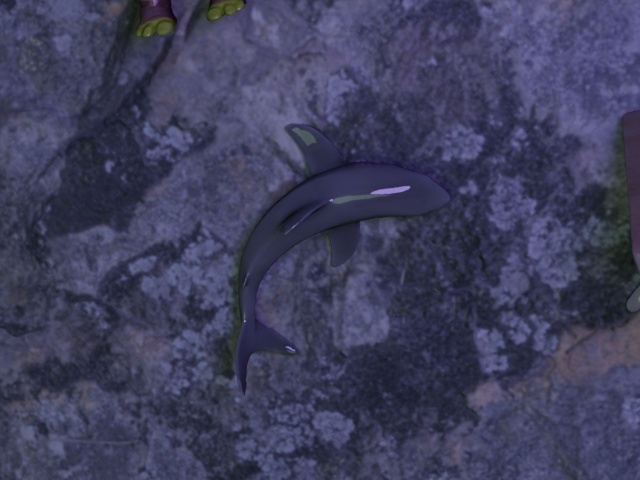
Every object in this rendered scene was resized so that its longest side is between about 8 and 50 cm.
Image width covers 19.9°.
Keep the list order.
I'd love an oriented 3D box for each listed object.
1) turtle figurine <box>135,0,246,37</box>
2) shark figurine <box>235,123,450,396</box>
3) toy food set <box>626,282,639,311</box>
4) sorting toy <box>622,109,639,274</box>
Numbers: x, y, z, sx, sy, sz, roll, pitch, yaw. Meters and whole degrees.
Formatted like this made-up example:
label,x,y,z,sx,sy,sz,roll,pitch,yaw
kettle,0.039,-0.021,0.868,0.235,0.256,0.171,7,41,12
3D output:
label,x,y,z,sx,sy,sz,roll,pitch,yaw
turtle figurine,-0.161,-0.306,1.713,0.269,0.087,0.217,-19,112,-14
shark figurine,-0.028,0.005,1.780,0.166,0.116,0.278,43,107,-3
toy food set,0.398,0.097,1.751,0.218,0.071,0.128,42,109,-4
sorting toy,0.407,-0.038,1.622,0.257,0.255,0.089,-9,120,12
